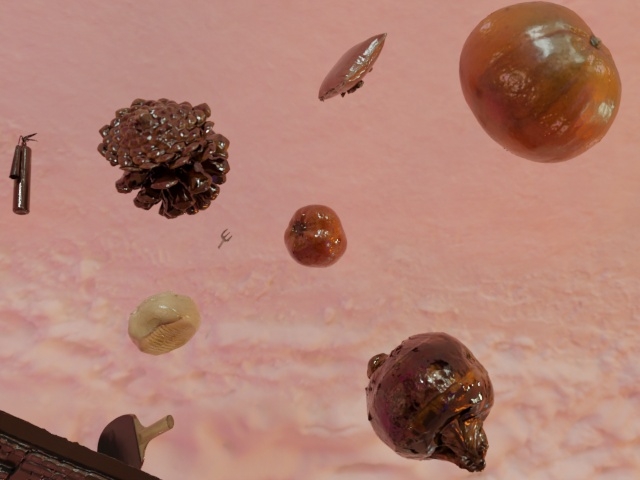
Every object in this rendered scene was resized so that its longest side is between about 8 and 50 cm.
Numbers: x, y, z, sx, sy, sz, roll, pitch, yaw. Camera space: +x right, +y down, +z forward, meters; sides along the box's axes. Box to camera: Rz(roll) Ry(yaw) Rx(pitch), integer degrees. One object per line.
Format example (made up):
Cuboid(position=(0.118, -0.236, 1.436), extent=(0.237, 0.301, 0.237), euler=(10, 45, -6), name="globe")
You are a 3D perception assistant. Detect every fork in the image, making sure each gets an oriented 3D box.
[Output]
Cuboid(position=(-0.364, 0.007, 1.792), extent=(0.021, 0.235, 0.039), euler=(-30, 87, -27), name="fork")

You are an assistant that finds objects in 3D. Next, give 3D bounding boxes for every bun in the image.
Cuboid(position=(-0.491, 0.249, 1.514), extent=(0.229, 0.145, 0.230), euler=(-27, 152, -16), name="bun")

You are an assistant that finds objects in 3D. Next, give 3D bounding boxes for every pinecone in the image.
Cuboid(position=(-0.307, -0.164, 1.003), extent=(0.263, 0.264, 0.265), euler=(-5, 114, -11), name="pinecone")

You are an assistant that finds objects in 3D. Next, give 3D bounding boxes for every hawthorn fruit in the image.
Cuboid(position=(0.000, 0.000, 1.502), extent=(0.197, 0.197, 0.225), euler=(-48, 135, 10), name="hawthorn fruit")

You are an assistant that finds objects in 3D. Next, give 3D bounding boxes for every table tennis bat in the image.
Cuboid(position=(-0.255, 0.274, 0.658), extent=(0.156, 0.087, 0.013), euler=(-32, 151, 22), name="table tennis bat")

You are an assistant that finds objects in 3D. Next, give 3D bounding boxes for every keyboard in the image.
Cuboid(position=(-0.192, 0.179, 0.359), extent=(0.196, 0.015, 0.074), euler=(37, 108, -21), name="keyboard")

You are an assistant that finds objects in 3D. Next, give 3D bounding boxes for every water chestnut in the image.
Cuboid(position=(0.191, 0.272, 0.815), extent=(0.223, 0.238, 0.224), euler=(-21, 136, -22), name="water chestnut")

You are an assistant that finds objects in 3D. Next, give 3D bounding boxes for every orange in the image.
Cuboid(position=(0.315, -0.230, 0.695), extent=(0.239, 0.240, 0.171), euler=(21, 144, -21), name="orange")

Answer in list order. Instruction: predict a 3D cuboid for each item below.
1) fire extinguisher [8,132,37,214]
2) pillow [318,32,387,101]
Cuboid(position=(-0.574, -0.135, 0.927), extent=(0.035, 0.173, 0.049), euler=(-18, 159, 20), name="fire extinguisher")
Cuboid(position=(0.081, -0.429, 1.215), extent=(0.075, 0.171, 0.179), euler=(40, 79, -21), name="pillow")
